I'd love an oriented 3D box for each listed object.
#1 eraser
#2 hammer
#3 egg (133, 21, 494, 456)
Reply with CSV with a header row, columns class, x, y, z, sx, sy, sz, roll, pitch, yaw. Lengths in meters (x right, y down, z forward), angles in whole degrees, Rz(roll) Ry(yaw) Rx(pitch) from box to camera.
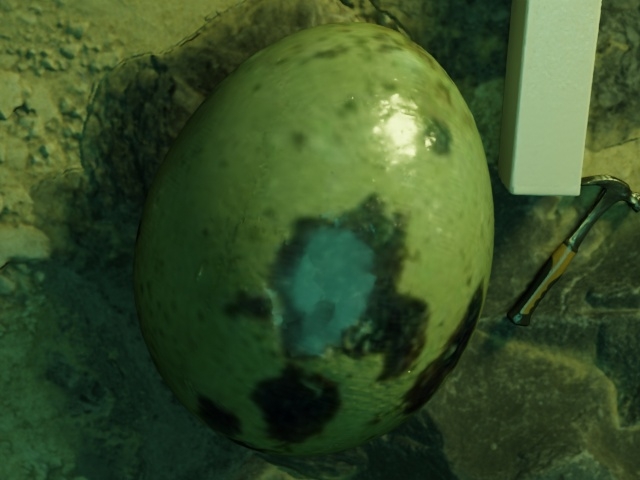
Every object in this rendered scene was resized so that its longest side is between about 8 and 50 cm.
class,x,y,z,sx,sy,sz,roll,pitch,yaw
eraser,0.238,-0.198,1.434,0.078,0.076,0.298,0,112,-5
hammer,0.271,0.011,1.547,0.078,0.021,0.201,32,105,-14
egg,0.000,0.000,1.356,0.345,0.345,0.428,21,95,-11
